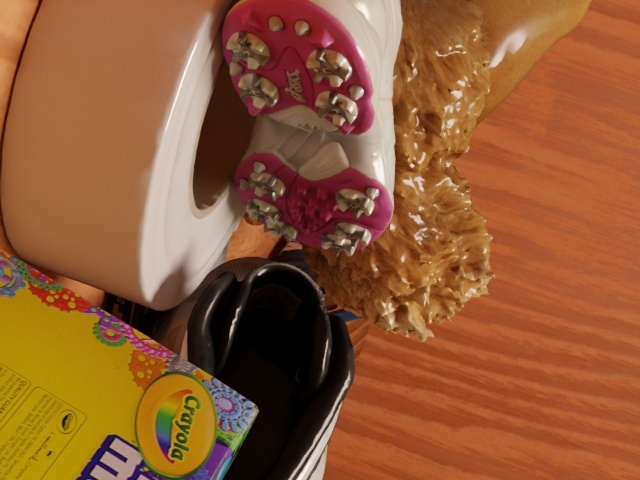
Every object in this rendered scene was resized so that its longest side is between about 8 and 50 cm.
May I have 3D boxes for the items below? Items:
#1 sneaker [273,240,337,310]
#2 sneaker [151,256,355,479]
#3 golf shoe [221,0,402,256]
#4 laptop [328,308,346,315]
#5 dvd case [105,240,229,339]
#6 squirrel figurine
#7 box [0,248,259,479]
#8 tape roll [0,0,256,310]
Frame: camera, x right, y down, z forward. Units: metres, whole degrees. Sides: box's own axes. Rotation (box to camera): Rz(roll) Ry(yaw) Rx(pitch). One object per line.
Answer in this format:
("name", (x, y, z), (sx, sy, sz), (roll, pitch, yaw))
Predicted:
("sneaker", (0.000, 0.000, 1.775), (0.282, 0.099, 0.153), (-10, 104, -63))
("sneaker", (-0.034, 0.095, 1.077), (0.447, 0.169, 0.257), (-79, -166, -57))
("golf shoe", (0.010, -0.098, 0.974), (0.306, 0.115, 0.140), (93, 15, -63))
("laptop", (-0.006, 0.201, 1.711), (0.382, 0.236, 0.407), (17, 92, -80))
("dvd case", (-0.122, 0.000, 1.267), (0.238, 0.030, 0.179), (-57, 164, -57))
("squirrel figurine", (0.044, -0.099, 1.290), (0.397, 0.281, 0.370), (-74, -174, -49))
("box", (-0.199, 0.194, 0.609), (0.279, 0.177, 0.290), (-60, 179, 37))
("tape roll", (-0.100, -0.099, 0.978), (0.286, 0.100, 0.286), (19, 90, -81))
